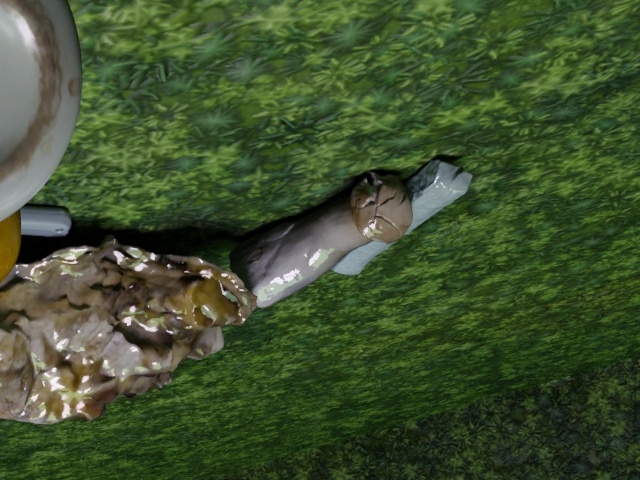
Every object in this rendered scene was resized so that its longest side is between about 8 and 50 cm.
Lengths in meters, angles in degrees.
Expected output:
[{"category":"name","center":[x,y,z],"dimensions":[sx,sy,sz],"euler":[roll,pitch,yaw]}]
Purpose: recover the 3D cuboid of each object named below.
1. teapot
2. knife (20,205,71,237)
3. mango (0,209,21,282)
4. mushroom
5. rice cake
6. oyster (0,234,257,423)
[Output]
[{"category":"teapot","center":[-0.262,-0.046,0.623],"dimensions":[0.149,0.318,0.220],"euler":[19,173,37]},{"category":"knife","center":[-0.312,-0.018,1.009],"dimensions":[0.162,0.023,0.044],"euler":[2,159,-37]},{"category":"mango","center":[-0.383,-0.019,0.771],"dimensions":[0.329,0.175,0.176],"euler":[-2,115,-26]},{"category":"mushroom","center":[0.003,-0.001,1.174],"dimensions":[0.223,0.081,0.092],"euler":[-27,176,26]},{"category":"rice cake","center":[0.082,-0.024,1.211],"dimensions":[0.045,0.042,0.245],"euler":[13,151,-26]},{"category":"oyster","center":[-0.242,0.109,1.104],"dimensions":[0.351,0.115,0.238],"euler":[-3,133,-45]}]
